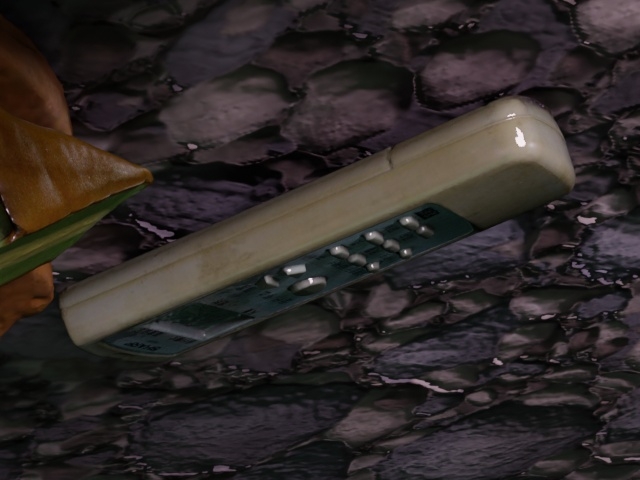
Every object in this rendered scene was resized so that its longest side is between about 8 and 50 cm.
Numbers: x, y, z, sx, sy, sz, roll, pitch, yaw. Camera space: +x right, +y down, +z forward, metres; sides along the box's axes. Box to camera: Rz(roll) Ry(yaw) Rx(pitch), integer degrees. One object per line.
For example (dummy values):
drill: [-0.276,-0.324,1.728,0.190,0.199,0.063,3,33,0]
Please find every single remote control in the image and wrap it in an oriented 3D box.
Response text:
remote control: [0.000,0.000,0.716,0.233,0.038,0.098,-22,164,16]

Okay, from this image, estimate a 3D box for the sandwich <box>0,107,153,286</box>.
sandwich: [-0.129,-0.025,0.605,0.074,0.074,0.116,-36,179,23]

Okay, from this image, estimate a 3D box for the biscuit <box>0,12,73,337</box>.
biscuit: [-0.196,-0.005,0.641,0.202,0.044,0.288,-15,152,-10]
